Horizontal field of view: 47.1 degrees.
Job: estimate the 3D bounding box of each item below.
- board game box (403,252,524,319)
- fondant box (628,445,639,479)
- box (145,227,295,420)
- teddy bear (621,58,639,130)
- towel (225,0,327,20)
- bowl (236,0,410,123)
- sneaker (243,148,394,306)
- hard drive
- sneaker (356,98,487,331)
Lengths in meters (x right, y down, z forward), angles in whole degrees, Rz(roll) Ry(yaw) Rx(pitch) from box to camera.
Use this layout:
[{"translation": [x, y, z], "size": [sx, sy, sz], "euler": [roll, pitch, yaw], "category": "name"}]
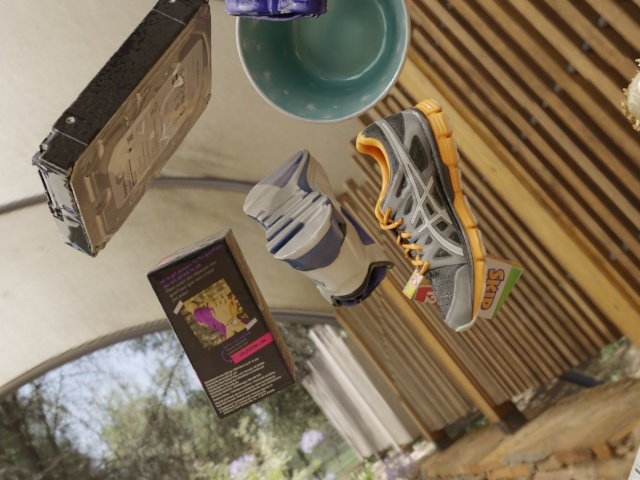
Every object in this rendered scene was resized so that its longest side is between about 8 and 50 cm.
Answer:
[{"translation": [0.286, 0.078, 1.415], "size": [0.260, 0.039, 0.124], "euler": [15, -70, -38], "category": "board game box"}, {"translation": [0.525, 0.336, 0.934], "size": [0.096, 0.239, 0.330], "euler": [-111, 36, -79], "category": "fondant box"}, {"translation": [-0.162, 0.133, 1.237], "size": [0.143, 0.270, 0.165], "euler": [-25, 7, -1], "category": "box"}, {"translation": [0.492, -0.128, 0.909], "size": [0.338, 0.245, 0.113], "euler": [22, -41, -35], "category": "teddy bear"}, {"translation": [-0.042, -0.466, 1.030], "size": [0.076, 0.228, 0.308], "euler": [-3, -74, -39], "category": "towel"}, {"translation": [0.021, -0.377, 1.327], "size": [0.311, 0.311, 0.163], "euler": [-44, 1, 23], "category": "bowl"}, {"translation": [0.000, 0.000, 1.053], "size": [0.127, 0.182, 0.315], "euler": [-38, 26, 7], "category": "sneaker"}, {"translation": [-0.258, -0.165, 1.028], "size": [0.338, 0.064, 0.237], "euler": [-60, -7, -28], "category": "hard drive"}, {"translation": [0.093, -0.019, 0.672], "size": [0.083, 0.214, 0.084], "euler": [-13, -13, -6], "category": "sneaker"}]
